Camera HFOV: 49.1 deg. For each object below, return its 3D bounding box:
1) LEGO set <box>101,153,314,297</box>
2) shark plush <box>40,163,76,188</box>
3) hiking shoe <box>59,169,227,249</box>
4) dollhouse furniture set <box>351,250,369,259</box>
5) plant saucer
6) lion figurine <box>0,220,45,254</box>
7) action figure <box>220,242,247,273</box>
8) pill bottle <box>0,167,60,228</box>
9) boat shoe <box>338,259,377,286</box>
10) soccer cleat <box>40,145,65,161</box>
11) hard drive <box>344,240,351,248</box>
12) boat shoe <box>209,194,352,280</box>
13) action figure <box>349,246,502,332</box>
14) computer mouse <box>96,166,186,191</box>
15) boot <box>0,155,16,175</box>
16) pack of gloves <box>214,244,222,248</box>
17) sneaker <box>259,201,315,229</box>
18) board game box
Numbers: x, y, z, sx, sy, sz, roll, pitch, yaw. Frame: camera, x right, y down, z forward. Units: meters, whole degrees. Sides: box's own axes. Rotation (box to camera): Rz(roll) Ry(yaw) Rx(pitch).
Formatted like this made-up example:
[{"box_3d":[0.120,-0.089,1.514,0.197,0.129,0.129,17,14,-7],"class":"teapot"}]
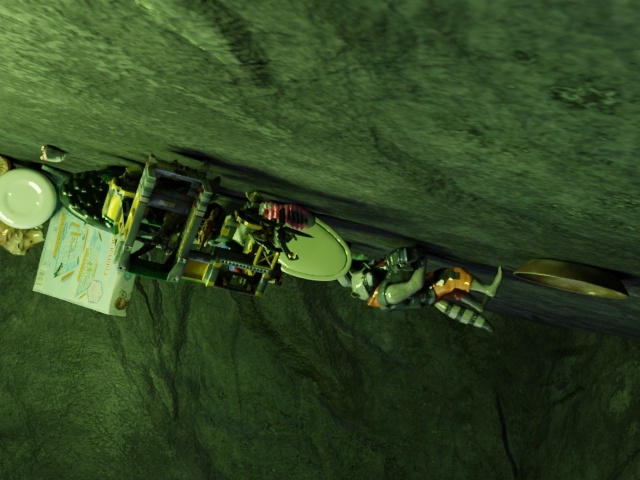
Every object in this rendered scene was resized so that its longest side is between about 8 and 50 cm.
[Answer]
[{"box_3d":[-0.184,-0.057,1.121,0.331,0.192,0.255,18,-157,-17],"class":"LEGO set"},{"box_3d":[-0.617,-0.156,1.735,0.067,0.073,0.161,-12,140,32],"class":"shark plush"},{"box_3d":[-0.329,-0.034,1.283,0.304,0.113,0.132,18,154,-26],"class":"hiking shoe"},{"box_3d":[0.044,0.051,1.781,0.076,0.058,0.151,16,174,-37],"class":"dollhouse furniture set"},{"box_3d":[0.447,0.065,1.248,0.198,0.036,0.198,13,176,1],"class":"plant saucer"},{"box_3d":[-0.931,-0.098,1.977,0.142,0.240,0.392,12,174,21],"class":"lion figurine"},{"box_3d":[-0.176,-0.011,1.564,0.139,0.091,0.280,-16,-135,-31],"class":"action figure"},{"box_3d":[-0.737,-0.106,1.768,0.146,0.146,0.264,15,179,-18],"class":"pill bottle"},{"box_3d":[0.138,0.110,2.297,0.102,0.108,0.301,-24,145,22],"class":"boat shoe"},{"box_3d":[-0.508,-0.163,1.334,0.035,0.029,0.083,5,180,-9],"class":"soccer cleat"},{"box_3d":[0.000,0.000,1.811,0.135,0.022,0.094,9,173,46],"class":"hard drive"},{"box_3d":[-0.085,-0.003,1.420,0.340,0.127,0.113,14,177,17],"class":"boat shoe"},{"box_3d":[0.225,0.104,1.542,0.330,0.178,0.341,3,176,7],"class":"action figure"},{"box_3d":[-0.374,-0.108,1.404,0.272,0.072,0.188,-5,163,35],"class":"computer mouse"},{"box_3d":[-0.795,-0.187,1.750,0.158,0.059,0.084,3,-173,45],"class":"boot"},{"box_3d":[-0.329,-0.044,2.013,0.232,0.046,0.195,28,161,-11],"class":"pack of gloves"},{"box_3d":[-0.056,-0.050,1.327,0.119,0.047,0.057,15,-169,26],"class":"sneaker"},{"box_3d":[-0.591,0.009,1.818,0.318,0.319,0.066,11,176,35],"class":"board game box"}]
